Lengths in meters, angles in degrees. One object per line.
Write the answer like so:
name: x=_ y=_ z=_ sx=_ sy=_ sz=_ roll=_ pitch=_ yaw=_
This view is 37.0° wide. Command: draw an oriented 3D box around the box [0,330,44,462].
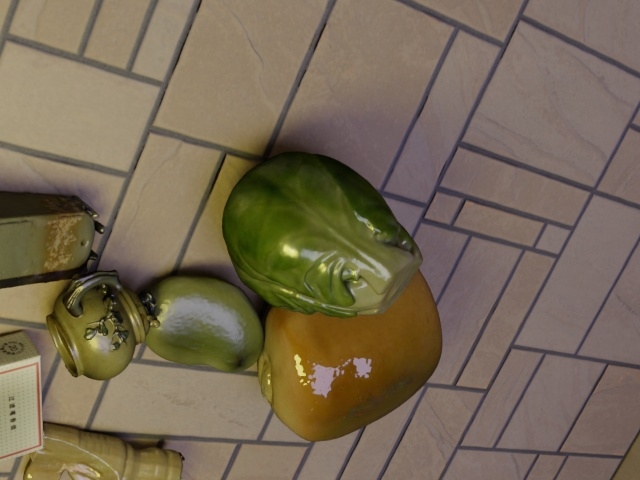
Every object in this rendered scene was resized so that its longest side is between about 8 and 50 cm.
box: x=-0.637 y=0.295 z=1.603 sx=0.330 sy=0.095 sz=0.210 roll=-14 pitch=126 yaw=-34

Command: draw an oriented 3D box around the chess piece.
chess piece: x=-0.422 y=0.437 z=1.848 sx=0.300 sy=0.137 sz=0.137 roll=24 pitch=102 yaw=-27

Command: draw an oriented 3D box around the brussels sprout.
brussels sprout: x=0.002 y=-0.002 z=1.718 sx=0.281 sy=0.354 sz=0.289 roll=-57 pitch=172 yaw=-28

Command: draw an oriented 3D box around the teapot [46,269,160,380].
teapot: x=-0.366 y=0.136 z=1.651 sx=0.182 sy=0.173 sz=0.269 roll=-25 pitch=145 yaw=-26

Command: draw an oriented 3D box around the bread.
bread: x=0.057 y=0.231 z=1.928 sx=0.376 sy=0.253 sz=0.348 roll=-18 pitch=136 yaw=-26

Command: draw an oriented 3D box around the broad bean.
broad bean: x=-0.218 y=0.158 z=1.802 sx=0.263 sy=0.121 sz=0.189 roll=22 pitch=108 yaw=-37

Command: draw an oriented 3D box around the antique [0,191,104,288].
antique: x=-0.486 y=-0.004 z=1.526 sx=0.284 sy=0.150 sz=0.125 roll=-3 pitch=117 yaw=-42
